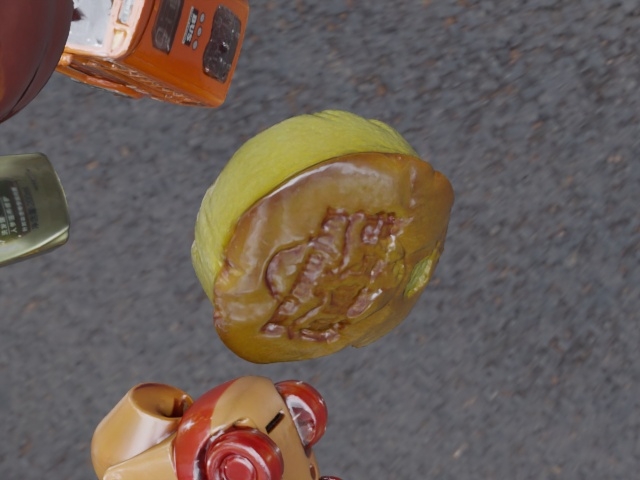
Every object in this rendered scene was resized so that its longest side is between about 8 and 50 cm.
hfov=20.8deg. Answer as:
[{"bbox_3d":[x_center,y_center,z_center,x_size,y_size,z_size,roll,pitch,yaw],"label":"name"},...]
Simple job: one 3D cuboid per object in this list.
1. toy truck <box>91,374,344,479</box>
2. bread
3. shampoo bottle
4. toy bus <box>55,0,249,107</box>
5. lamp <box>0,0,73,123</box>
[{"bbox_3d":[-0.107,0.264,1.810,0.239,0.189,0.265,-14,102,25],"label":"toy truck"},{"bbox_3d":[0.000,0.000,1.713,0.270,0.270,0.148,-60,43,25],"label":"bread"},{"bbox_3d":[-0.437,-0.011,1.818,0.084,0.350,0.125,-36,70,53],"label":"shampoo bottle"},{"bbox_3d":[-0.185,-0.207,1.524,0.153,0.329,0.143,15,88,20],"label":"toy bus"},{"bbox_3d":[-0.099,-0.064,0.370,0.090,0.101,0.101,-41,87,18],"label":"lamp"}]
